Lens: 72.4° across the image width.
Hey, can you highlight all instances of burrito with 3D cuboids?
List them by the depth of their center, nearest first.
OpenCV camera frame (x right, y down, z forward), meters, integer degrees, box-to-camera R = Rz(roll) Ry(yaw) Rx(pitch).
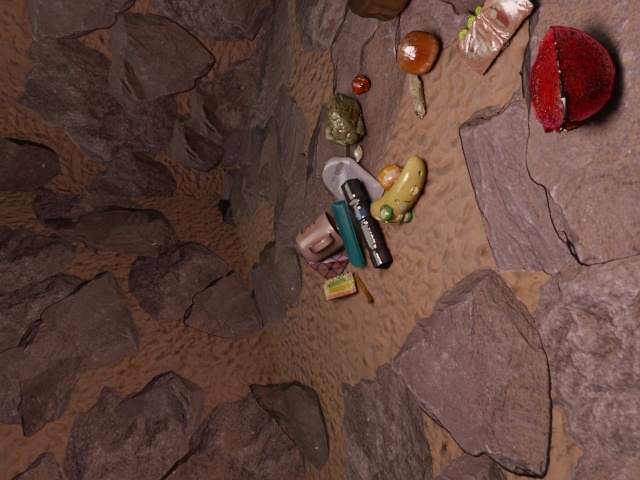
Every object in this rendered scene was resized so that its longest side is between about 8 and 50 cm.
[{"bbox_3d":[0.372,-0.555,1.675,0.058,0.045,0.188,99,165,-83],"label":"burrito"}]

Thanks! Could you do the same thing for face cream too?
[{"bbox_3d":[0.141,-0.263,2.080,0.420,0.137,0.234,52,131,40],"label":"face cream"}]

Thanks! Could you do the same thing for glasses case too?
[{"bbox_3d":[0.131,-0.033,2.006,0.117,0.070,0.300,-135,28,-75],"label":"glasses case"}]

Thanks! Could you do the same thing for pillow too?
[{"bbox_3d":[0.521,-0.639,1.326,0.135,0.049,0.248,48,143,13],"label":"pillow"}]

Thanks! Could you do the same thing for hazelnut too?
[{"bbox_3d":[0.355,-0.685,1.596,0.150,0.150,0.150,1,91,63],"label":"hazelnut"}]

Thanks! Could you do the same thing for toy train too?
[{"bbox_3d":[0.526,-0.720,1.358,0.085,0.053,0.249,62,143,27],"label":"toy train"}]

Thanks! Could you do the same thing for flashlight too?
[{"bbox_3d":[0.204,-0.074,1.909,0.103,0.103,0.423,-45,62,55],"label":"flashlight"}]

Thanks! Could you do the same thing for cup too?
[{"bbox_3d":[0.000,0.000,2.135,0.200,0.191,0.253,-36,12,13],"label":"cup"}]

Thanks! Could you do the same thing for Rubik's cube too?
[{"bbox_3d":[0.078,0.084,2.274,0.191,0.211,0.178,-26,40,27],"label":"Rubik's cube"}]

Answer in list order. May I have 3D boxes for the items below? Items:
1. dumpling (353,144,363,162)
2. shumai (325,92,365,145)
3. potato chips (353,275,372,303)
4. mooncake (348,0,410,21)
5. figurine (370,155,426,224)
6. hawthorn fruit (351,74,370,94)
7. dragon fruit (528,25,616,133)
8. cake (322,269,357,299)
[{"bbox_3d":[0.177,-0.409,2.070,0.059,0.043,0.077,179,73,-78],"label":"dumpling"},{"bbox_3d":[0.091,-0.551,2.077,0.218,0.189,0.255,-39,51,55],"label":"shumai"},{"bbox_3d":[0.200,0.228,2.040,0.026,0.037,0.204,-64,30,26],"label":"potato chips"},{"bbox_3d":[0.252,-1.055,1.751,0.324,0.187,0.323,-8,81,62],"label":"mooncake"},{"bbox_3d":[0.303,-0.205,1.740,0.324,0.124,0.222,-62,35,38],"label":"figurine"},{"bbox_3d":[0.185,-0.710,2.009,0.093,0.093,0.093,1,91,63],"label":"hawthorn fruit"},{"bbox_3d":[0.618,-0.381,1.083,0.189,0.163,0.261,-6,80,29],"label":"dragon fruit"},{"bbox_3d":[0.116,0.227,2.177,0.225,0.090,0.109,-27,65,48],"label":"cake"}]
